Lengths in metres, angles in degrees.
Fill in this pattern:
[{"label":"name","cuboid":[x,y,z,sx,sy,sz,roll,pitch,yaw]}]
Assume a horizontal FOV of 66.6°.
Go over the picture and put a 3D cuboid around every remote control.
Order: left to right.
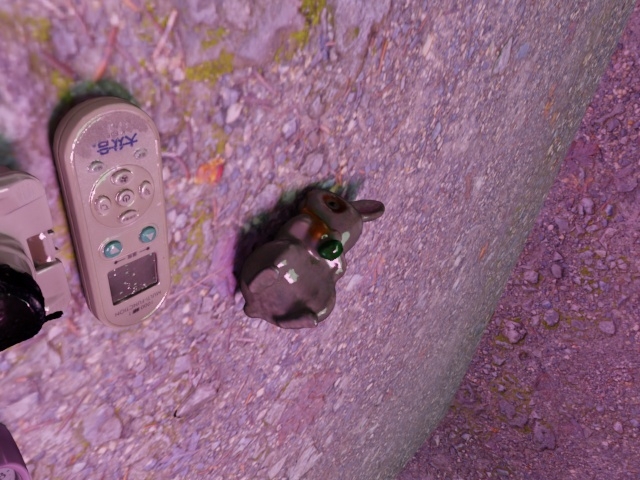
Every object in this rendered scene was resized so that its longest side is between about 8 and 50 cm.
[{"label":"remote control","cuboid":[-0.173,-0.015,0.418,0.078,0.042,0.222,-31,142,-41]}]

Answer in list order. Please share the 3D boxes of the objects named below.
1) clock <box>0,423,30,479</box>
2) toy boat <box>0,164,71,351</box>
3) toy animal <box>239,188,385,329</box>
[{"label":"clock","cuboid":[-0.325,0.240,0.416,0.152,0.050,0.110,-38,146,-32]},{"label":"toy boat","cuboid":[-0.264,0.063,0.264,0.269,0.140,0.141,-47,153,-47]},{"label":"toy animal","cuboid":[-0.003,-0.001,0.646,0.251,0.126,0.126,-52,142,-41]}]
